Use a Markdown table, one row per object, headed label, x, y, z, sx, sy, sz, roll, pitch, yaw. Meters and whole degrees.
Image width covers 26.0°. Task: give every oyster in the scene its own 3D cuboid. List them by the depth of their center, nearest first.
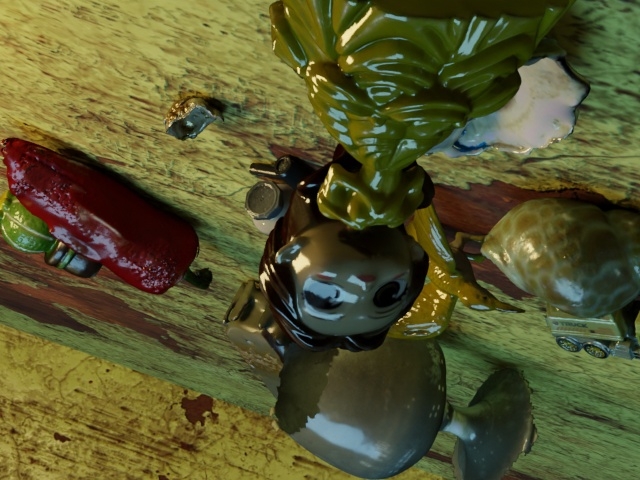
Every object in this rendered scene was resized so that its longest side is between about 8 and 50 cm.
| label | x | y | z | sx | sy | sz | roll | pitch | yaw |
| --- | --- | --- | --- | --- | --- | --- | --- | --- | --- |
| oyster | 0.086 | -0.122 | 1.007 | 0.222 | 0.083 | 0.214 | 13 | 165 | 12 |
| oyster | -0.128 | -0.120 | 1.363 | 0.051 | 0.034 | 0.093 | 11 | 160 | -34 |

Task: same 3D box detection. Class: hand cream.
| label | x | y | z | sx | sy | sz | roll | pitch | yaw |
| --- | --- | --- | --- | --- | --- | --- | --- | --- | --- |
| hand cream | 0.000 | 0.000 | 1.579 | 0.095 | 0.059 | 0.276 | 12 | 167 | 32 |

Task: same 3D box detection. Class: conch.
| label | x | y | z | sx | sy | sz | roll | pitch | yaw |
| --- | --- | --- | --- | --- | --- | --- | --- | --- | --- |
| conch | 0.230 | 0.009 | 1.250 | 0.173 | 0.106 | 0.116 | 30 | -163 | 39 |

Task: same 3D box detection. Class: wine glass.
| label | x | y | z | sx | sy | sz | roll | pitch | yaw |
| --- | --- | --- | --- | --- | --- | --- | --- | --- | --- |
| wine glass | 0.110 | 0.224 | 1.887 | 0.322 | 0.238 | 0.238 | 22 | 165 | -20 |

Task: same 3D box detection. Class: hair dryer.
| label | x | y | z | sx | sy | sz | roll | pitch | yaw |
| --- | --- | --- | --- | --- | --- | --- | --- | --- | --- |
| hair dryer | -0.046 | -0.073 | 1.446 | 0.083 | 0.026 | 0.047 | 15 | 163 | 44 |

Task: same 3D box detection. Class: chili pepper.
| label | x | y | z | sx | sy | sz | roll | pitch | yaw |
| --- | --- | --- | --- | --- | --- | --- | --- | --- | --- |
| chili pepper | -0.259 | -0.021 | 1.738 | 0.110 | 0.110 | 0.387 | 2 | 153 | 47 |

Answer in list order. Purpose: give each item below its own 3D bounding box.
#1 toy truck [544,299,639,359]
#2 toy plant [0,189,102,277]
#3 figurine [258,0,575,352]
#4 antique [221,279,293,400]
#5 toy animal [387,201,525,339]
| label | x | y | z | sx | sy | sz | roll | pitch | yaw |
| --- | --- | --- | --- | --- | --- | --- | --- | --- | --- |
| toy truck | 0.308 | 0.074 | 1.421 | 0.168 | 0.077 | 0.100 | 13 | 150 | 34 |
| toy plant | -0.367 | -0.016 | 1.889 | 0.162 | 0.093 | 0.093 | 25 | 163 | -18 |
| figurine | 0.034 | -0.050 | 0.874 | 0.168 | 0.187 | 0.315 | 42 | 138 | 31 |
| antique | -0.034 | 0.165 | 2.049 | 0.125 | 0.150 | 0.284 | 9 | 153 | 37 |
| toy animal | 0.146 | 0.026 | 1.423 | 0.155 | 0.095 | 0.219 | 15 | 133 | 15 |
